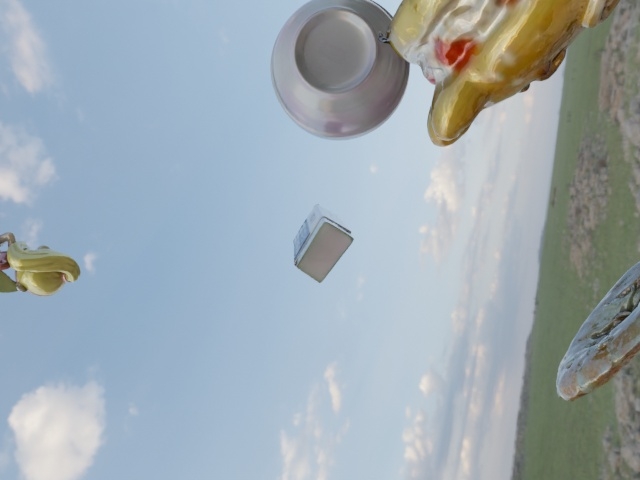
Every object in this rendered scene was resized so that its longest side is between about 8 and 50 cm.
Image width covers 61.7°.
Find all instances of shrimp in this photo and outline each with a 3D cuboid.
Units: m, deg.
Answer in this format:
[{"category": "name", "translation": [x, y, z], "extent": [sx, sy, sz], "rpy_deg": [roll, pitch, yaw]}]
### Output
[{"category": "shrimp", "translation": [0.398, 0.074, 0.650], "extent": [0.317, 0.062, 0.164], "rpy_deg": [-50, -11, 4]}]

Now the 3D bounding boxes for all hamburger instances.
[{"category": "hamburger", "translation": [0.211, -0.264, 0.626], "extent": [0.302, 0.186, 0.261], "rpy_deg": [-42, -1, -4]}]

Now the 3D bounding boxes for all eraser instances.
[{"category": "eraser", "translation": [0.000, 0.000, 1.254], "extent": [0.130, 0.086, 0.287], "rpy_deg": [-55, 9, 8]}]

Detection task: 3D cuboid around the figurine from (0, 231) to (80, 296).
[{"category": "figurine", "translation": [-0.405, 0.023, 0.681], "extent": [0.083, 0.187, 0.083], "rpy_deg": [-54, 22, 34]}]

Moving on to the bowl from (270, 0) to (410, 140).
[{"category": "bowl", "translation": [0.034, -0.348, 1.042], "extent": [0.144, 0.286, 0.287], "rpy_deg": [-20, -64, -83]}]
